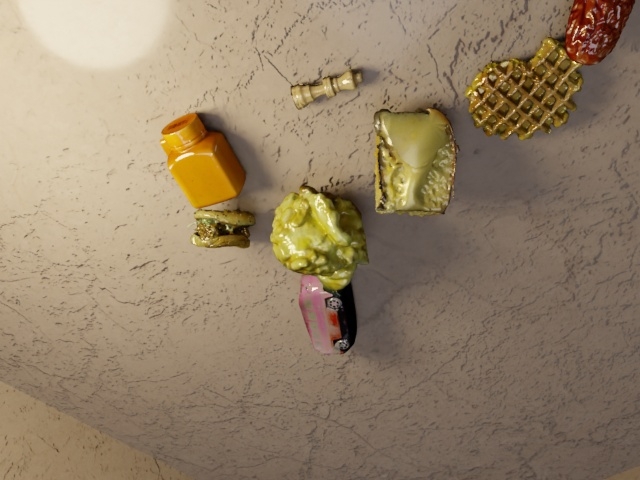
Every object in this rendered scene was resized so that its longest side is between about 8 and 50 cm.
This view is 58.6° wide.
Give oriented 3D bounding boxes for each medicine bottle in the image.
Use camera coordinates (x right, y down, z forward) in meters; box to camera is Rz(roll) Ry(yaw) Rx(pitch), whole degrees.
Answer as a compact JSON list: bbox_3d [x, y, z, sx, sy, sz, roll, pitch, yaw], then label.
[{"bbox_3d":[-0.306,-0.206,1.468,0.149,0.112,0.222,-15,125,18],"label":"medicine bottle"}]

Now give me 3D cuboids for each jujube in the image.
[{"bbox_3d":[0.566,-0.450,1.168,0.112,0.109,0.176,19,112,17],"label":"jujube"}]

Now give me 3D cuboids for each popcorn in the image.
[{"bbox_3d":[0.003,-0.009,1.491,0.293,0.293,0.237,29,84,-15],"label":"popcorn"}]

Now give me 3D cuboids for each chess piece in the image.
[{"bbox_3d":[0.017,-0.362,1.347,0.172,0.060,0.060,-15,125,15],"label":"chess piece"}]

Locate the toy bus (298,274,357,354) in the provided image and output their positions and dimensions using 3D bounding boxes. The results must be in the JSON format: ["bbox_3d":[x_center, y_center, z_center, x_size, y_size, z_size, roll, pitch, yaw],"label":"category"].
[{"bbox_3d":[0.026,0.213,1.748,0.147,0.127,0.303,-3,128,13],"label":"toy bus"}]

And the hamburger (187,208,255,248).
[{"bbox_3d":[-0.275,-0.038,1.563,0.185,0.177,0.113,10,98,8],"label":"hamburger"}]

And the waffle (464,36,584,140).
[{"bbox_3d":[0.463,-0.343,1.307,0.253,0.056,0.249,5,128,4],"label":"waffle"}]

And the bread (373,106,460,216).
[{"bbox_3d":[0.229,-0.192,1.391,0.204,0.162,0.262,3,105,7],"label":"bread"}]
